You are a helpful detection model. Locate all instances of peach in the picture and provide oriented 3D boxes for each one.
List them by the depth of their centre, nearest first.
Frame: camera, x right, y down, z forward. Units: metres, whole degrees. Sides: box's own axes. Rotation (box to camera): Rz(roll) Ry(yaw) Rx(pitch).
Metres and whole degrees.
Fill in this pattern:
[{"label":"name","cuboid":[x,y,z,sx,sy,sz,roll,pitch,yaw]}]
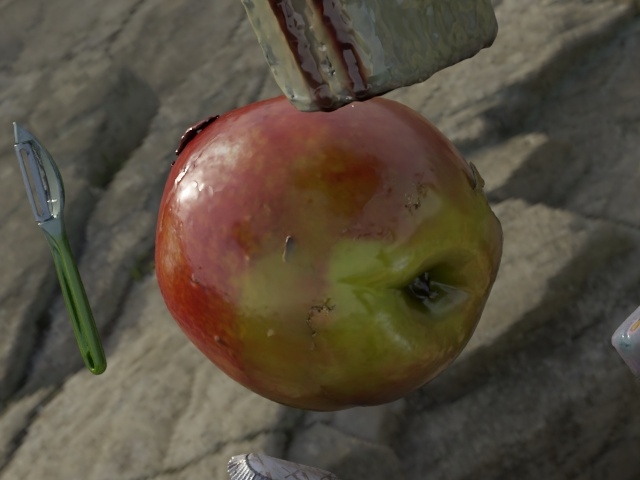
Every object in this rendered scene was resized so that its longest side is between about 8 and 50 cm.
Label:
[{"label":"peach","cuboid":[0.000,0.000,1.435,0.370,0.370,0.370,-19,39,16]}]

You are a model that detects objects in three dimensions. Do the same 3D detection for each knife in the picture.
[{"label":"knife","cuboid":[-0.176,0.006,0.917,0.026,0.184,0.022,-20,13,-27]}]

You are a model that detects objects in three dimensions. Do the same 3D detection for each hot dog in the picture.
[{"label":"hot dog","cuboid":[-0.041,0.341,1.843,0.059,0.191,0.108,-59,35,17]}]

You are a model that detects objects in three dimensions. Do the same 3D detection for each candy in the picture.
[{"label":"candy","cuboid":[0.008,-0.275,1.107,0.135,0.321,0.179,-8,21,46]}]

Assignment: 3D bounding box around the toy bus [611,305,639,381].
[{"label":"toy bus","cuboid":[0.341,0.153,0.898,0.112,0.317,0.138,-38,-2,-29]}]
